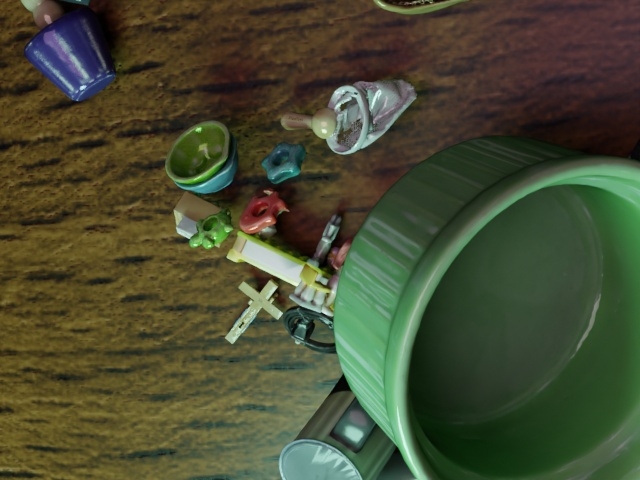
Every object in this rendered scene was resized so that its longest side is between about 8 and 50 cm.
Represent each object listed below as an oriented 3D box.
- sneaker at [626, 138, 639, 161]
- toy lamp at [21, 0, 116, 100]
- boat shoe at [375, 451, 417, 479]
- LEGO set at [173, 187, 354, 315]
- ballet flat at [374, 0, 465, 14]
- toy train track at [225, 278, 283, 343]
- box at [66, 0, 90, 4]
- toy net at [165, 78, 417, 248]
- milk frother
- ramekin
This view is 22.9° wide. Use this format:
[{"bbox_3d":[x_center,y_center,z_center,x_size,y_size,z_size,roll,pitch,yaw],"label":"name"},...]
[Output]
[{"bbox_3d":[0.357,-0.044,1.254,0.217,0.079,0.121,34,114,13],"label":"sneaker"},{"bbox_3d":[-0.284,-0.254,1.475,0.080,0.080,0.274,-36,85,26],"label":"toy lamp"},{"bbox_3d":[0.063,0.254,1.446,0.267,0.096,0.088,-25,97,27],"label":"boat shoe"},{"bbox_3d":[0.000,0.000,1.406,0.287,0.132,0.107,30,97,44],"label":"LEGO set"},{"bbox_3d":[0.146,-0.231,1.300,0.232,0.073,0.080,-17,97,25],"label":"ballet flat"},{"bbox_3d":[-0.063,0.066,1.497,0.048,0.014,0.083,39,120,2],"label":"toy train track"},{"bbox_3d":[-0.255,-0.287,1.363,0.156,0.158,0.093,9,72,-16],"label":"box"},{"bbox_3d":[-0.026,-0.082,1.377,0.232,0.122,0.045,-25,133,17],"label":"toy net"},{"bbox_3d":[0.005,0.144,1.403,0.143,0.135,0.129,20,128,18],"label":"milk frother"},{"bbox_3d":[0.159,0.062,1.250,0.148,0.303,0.303,36,123,58],"label":"ramekin"}]
